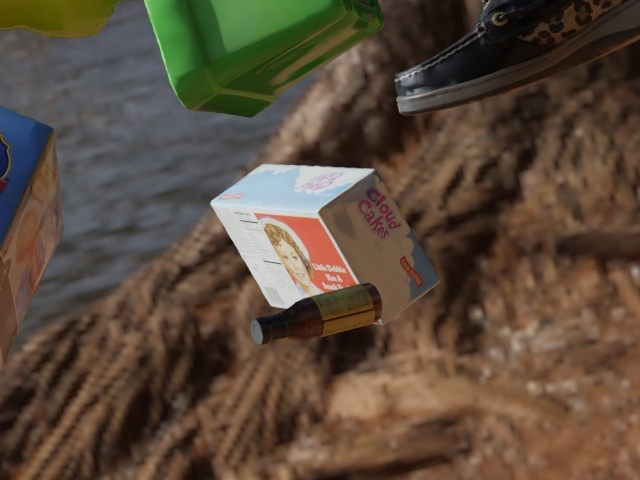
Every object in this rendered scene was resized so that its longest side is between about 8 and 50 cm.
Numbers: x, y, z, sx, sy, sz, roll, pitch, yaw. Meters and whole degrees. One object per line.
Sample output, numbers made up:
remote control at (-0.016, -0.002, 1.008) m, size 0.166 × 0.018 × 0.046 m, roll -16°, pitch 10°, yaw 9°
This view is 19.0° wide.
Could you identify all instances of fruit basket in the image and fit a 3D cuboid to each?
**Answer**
fruit basket at (-0.167, -0.284, 1.773) m, size 0.392 × 0.392 × 0.283 m, roll -12°, pitch -1°, yaw 14°

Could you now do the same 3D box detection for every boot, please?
boot at (0.202, -0.305, 1.914) m, size 0.377 × 0.284 × 0.138 m, roll -23°, pitch 1°, yaw 30°

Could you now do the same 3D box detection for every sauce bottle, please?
sauce bottle at (-0.004, 0.071, 1.803) m, size 0.128 × 0.042 × 0.042 m, roll -11°, pitch 7°, yaw -26°

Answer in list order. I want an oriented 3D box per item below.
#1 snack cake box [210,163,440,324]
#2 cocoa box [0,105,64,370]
snack cake box at (0.000, 0.000, 2.125) m, size 0.089 × 0.152 × 0.264 m, roll -37°, pitch 20°, yaw -22°
cocoa box at (-0.394, -0.003, 1.835) m, size 0.231 × 0.228 × 0.347 m, roll 23°, pitch -17°, yaw 1°
